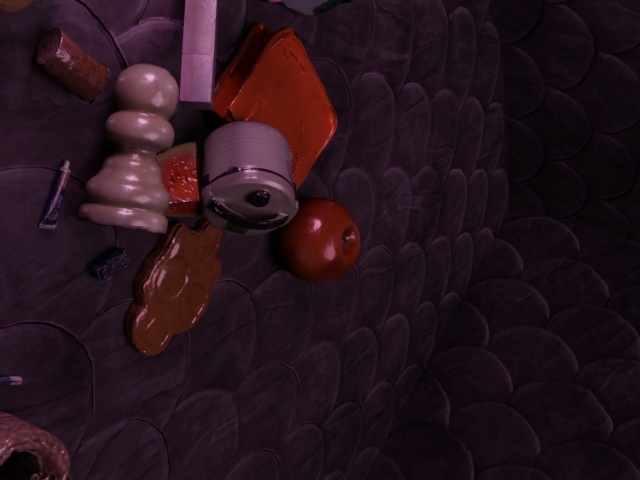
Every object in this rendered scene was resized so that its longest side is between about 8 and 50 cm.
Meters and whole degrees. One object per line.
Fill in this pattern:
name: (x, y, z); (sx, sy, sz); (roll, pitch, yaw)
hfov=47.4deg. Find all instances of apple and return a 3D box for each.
apple: (0.000, 0.000, 2.138); (0.272, 0.206, 0.252); (24, 82, -60)

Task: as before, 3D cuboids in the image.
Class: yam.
yam: (-0.449, -0.315, 1.315); (0.127, 0.084, 0.084); (38, 73, -56)

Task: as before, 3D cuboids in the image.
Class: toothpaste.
toothpaste: (-0.506, -0.087, 1.401); (0.037, 0.021, 0.140); (13, 98, -56)

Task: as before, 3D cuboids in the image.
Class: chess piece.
chess piece: (-0.368, -0.187, 1.453); (0.182, 0.182, 0.331); (7, 93, -61)

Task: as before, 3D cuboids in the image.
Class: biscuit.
biscuit: (-0.338, 0.106, 1.773); (0.376, 0.051, 0.269); (-62, 151, -19)

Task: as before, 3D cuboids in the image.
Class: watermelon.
watermelon: (-0.320, -0.115, 1.631); (0.193, 0.137, 0.145); (-47, 176, -11)

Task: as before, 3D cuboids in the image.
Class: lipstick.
lipstick: (-0.246, -0.433, 1.503); (0.066, 0.068, 0.318); (137, -45, -84)

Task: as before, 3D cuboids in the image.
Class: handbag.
handbag: (-0.112, -0.320, 1.854); (0.304, 0.116, 0.410); (-61, 149, -17)

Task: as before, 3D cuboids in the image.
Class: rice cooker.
rice cooker: (-0.165, -0.131, 1.659); (0.226, 0.225, 0.244); (62, 14, -53)

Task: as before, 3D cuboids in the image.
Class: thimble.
thimble: (-0.607, 0.435, 1.395); (0.229, 0.148, 0.196); (14, 91, -64)

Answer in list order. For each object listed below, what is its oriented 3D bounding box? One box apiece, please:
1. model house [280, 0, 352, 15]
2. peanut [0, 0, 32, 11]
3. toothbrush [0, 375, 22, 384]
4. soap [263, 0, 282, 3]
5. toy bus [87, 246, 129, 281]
model house: (-0.023, -0.723, 1.759); (0.253, 0.184, 0.291); (0, 92, -54)
peanut: (-0.477, -0.433, 1.174); (0.236, 0.110, 0.120); (-32, 112, -59)
toothbrush: (-0.660, 0.254, 1.323); (0.288, 0.024, 0.026); (22, 87, -62)
soap: (-0.109, -0.584, 1.524); (0.192, 0.324, 0.109); (-23, 122, -24)
toy bus: (-0.450, 0.049, 1.549); (0.083, 0.046, 0.038); (-42, 139, -39)
